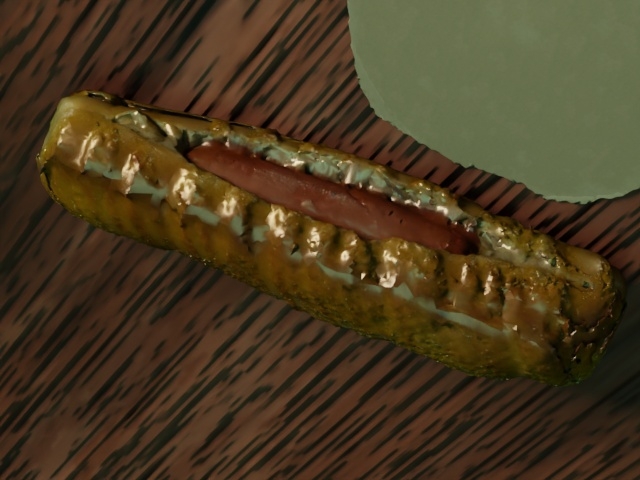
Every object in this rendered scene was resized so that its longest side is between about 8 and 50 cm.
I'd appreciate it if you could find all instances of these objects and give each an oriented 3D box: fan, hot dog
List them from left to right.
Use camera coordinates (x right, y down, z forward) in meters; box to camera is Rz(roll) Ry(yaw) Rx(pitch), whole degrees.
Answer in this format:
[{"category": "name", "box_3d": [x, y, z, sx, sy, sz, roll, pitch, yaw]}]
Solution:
[{"category": "hot dog", "box_3d": [0.000, 0.001, 0.612, 0.289, 0.068, 0.083, 18, 133, 5]}, {"category": "fan", "box_3d": [0.112, -0.147, 0.511, 0.182, 0.010, 0.310, 20, 129, 4]}]
